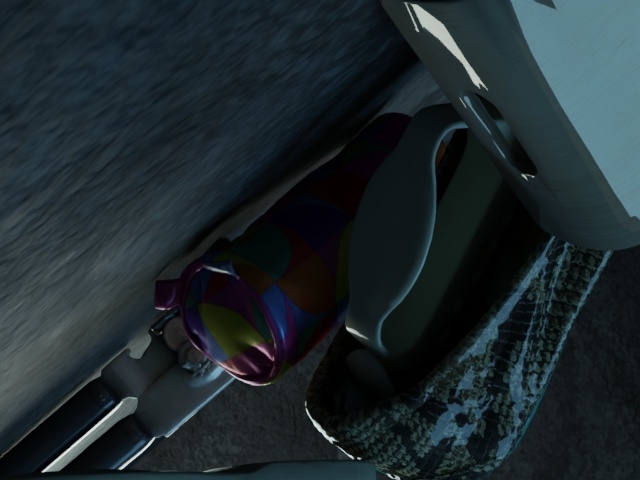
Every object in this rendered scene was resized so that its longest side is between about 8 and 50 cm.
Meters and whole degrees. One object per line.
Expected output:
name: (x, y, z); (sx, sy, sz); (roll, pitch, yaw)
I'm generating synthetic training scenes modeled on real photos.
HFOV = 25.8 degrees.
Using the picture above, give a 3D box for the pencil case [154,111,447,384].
pencil case: (0.000, 0.000, 0.971); (0.236, 0.104, 0.104); (-38, 174, -39)

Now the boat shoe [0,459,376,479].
boat shoe: (-0.113, 0.193, 0.817); (0.340, 0.113, 0.127); (4, 164, -36)

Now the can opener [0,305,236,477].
can opener: (-0.163, 0.144, 1.093); (0.280, 0.074, 0.093); (-41, 176, -5)

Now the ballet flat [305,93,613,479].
ballet flat: (0.134, -0.063, 0.888); (0.182, 0.164, 0.482); (23, 98, -39)

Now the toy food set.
toy food set: (0.199, -0.157, 0.743); (0.306, 0.092, 0.219); (-43, 133, -1)
